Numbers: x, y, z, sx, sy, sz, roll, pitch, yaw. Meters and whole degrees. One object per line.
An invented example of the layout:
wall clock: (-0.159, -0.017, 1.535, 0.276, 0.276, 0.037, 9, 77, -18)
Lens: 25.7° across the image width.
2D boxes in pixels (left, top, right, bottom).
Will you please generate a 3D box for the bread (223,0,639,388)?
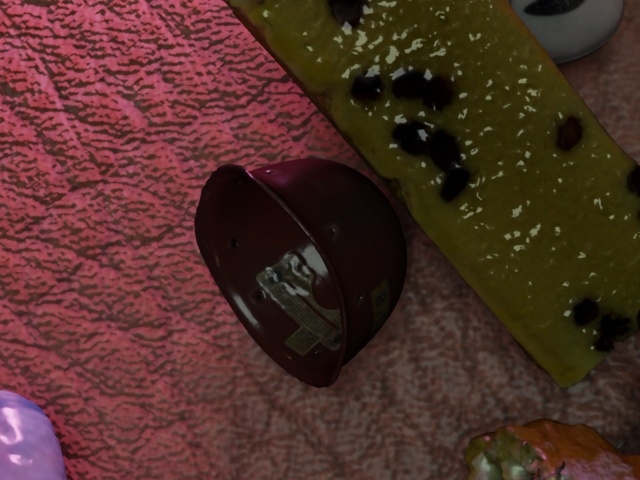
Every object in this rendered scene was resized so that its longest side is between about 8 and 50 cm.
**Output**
bread: (0.093, -0.076, 0.891, 0.138, 0.077, 0.361, -41, 108, 5)

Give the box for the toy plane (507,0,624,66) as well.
toy plane: (0.088, -0.182, 0.963, 0.245, 0.117, 0.244, -1, 80, 5)

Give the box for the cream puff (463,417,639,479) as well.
cream puff: (0.165, 0.225, 0.868, 0.195, 0.221, 0.194, 0, 119, 0)

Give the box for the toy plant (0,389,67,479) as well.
toy plant: (-0.233, 0.215, 0.893, 0.332, 0.247, 0.247, 36, 86, 19)

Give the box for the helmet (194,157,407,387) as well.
helmet: (0.000, 0.000, 0.931, 0.106, 0.175, 0.155, -35, 53, -24)

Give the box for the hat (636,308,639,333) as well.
hat: (0.241, 0.129, 0.845, 0.082, 0.193, 0.193, -43, 80, -9)
